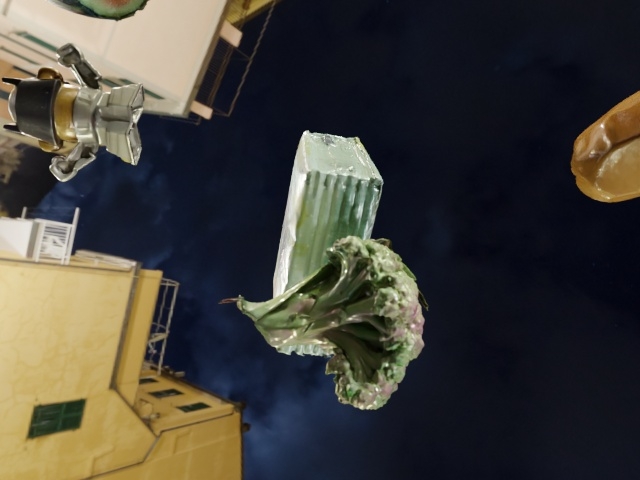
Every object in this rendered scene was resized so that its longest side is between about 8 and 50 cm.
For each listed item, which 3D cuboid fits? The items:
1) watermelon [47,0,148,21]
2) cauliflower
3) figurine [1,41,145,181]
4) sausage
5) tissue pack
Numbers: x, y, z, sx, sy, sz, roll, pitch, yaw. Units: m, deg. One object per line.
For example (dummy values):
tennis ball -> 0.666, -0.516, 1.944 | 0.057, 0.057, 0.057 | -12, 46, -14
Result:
watermelon -> -0.382, -0.477, 0.706 | 0.148, 0.318, 0.226 | 46, -60, 6
cauliflower -> 0.014, 0.108, 0.626 | 0.316, 0.256, 0.238 | -7, -83, -6
figurine -> -0.558, -0.290, 0.960 | 0.143, 0.309, 0.308 | 153, -59, -71
sausage -> 0.433, -0.135, 0.523 | 0.120, 0.136, 0.241 | 47, -43, -11
tissue pack -> 0.000, 0.000, 0.879 | 0.287, 0.162, 0.387 | -97, -163, -63
